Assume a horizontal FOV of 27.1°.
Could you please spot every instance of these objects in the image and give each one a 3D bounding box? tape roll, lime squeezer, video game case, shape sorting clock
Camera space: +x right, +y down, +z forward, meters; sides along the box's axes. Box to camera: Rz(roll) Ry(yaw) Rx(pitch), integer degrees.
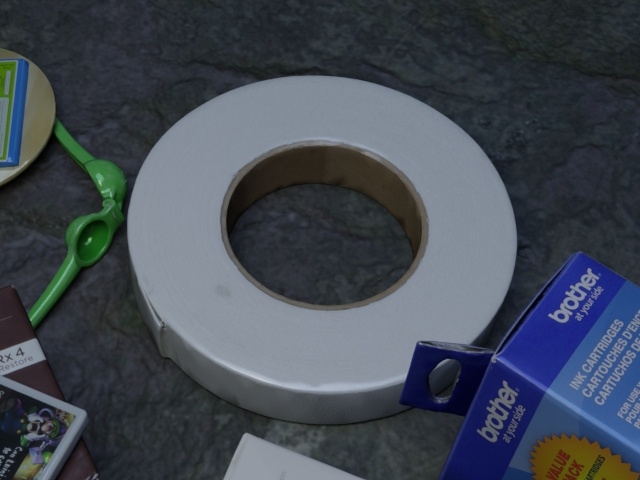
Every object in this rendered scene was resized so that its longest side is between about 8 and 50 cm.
[{"bbox_3d":[0.000,0.000,1.332,0.392,0.072,0.392,2,56,-3],"label":"tape roll"},{"bbox_3d":[-0.253,-0.026,1.338,0.110,0.059,0.310,3,56,-3],"label":"lime squeezer"},{"bbox_3d":[-0.297,0.179,1.009,0.173,0.022,0.190,21,57,11],"label":"video game case"},{"bbox_3d":[-0.381,-0.124,1.402,0.206,0.040,0.206,0,56,0],"label":"shape sorting clock"}]

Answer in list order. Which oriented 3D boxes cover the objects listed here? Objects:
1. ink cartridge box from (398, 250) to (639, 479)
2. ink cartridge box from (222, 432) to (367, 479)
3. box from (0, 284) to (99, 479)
[{"bbox_3d":[0.256,0.194,1.100,0.395,0.270,0.151,34,54,18],"label":"ink cartridge box"},{"bbox_3d":[0.011,0.276,1.059,0.353,0.207,0.119,20,58,8],"label":"ink cartridge box"},{"bbox_3d":[-0.293,0.184,1.121,0.168,0.167,0.203,-21,60,-17],"label":"box"}]
